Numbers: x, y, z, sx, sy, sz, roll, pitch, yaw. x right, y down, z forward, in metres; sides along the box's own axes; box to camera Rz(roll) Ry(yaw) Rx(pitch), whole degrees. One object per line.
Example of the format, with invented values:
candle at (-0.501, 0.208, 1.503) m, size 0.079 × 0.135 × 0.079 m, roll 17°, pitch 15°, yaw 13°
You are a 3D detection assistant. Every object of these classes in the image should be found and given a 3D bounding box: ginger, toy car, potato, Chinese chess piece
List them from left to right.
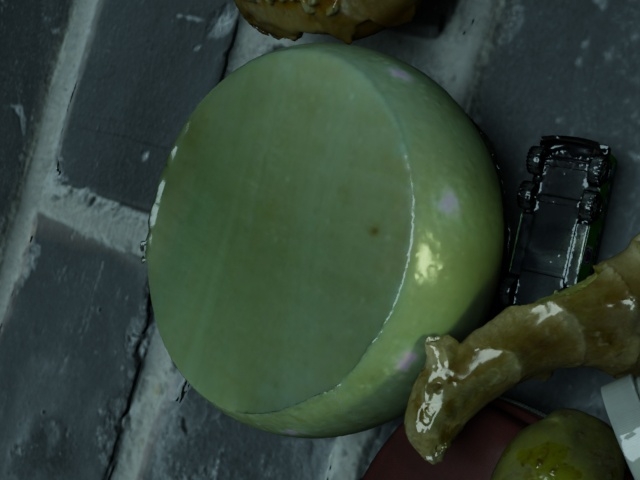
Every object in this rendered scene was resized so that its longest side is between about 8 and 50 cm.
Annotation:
Chinese chess piece at (0.000, 0.000, 1.134) m, size 0.349 × 0.146 × 0.349 m, roll -10°, pitch 74°, yaw 41°
potato at (0.171, 0.191, 0.953) m, size 0.091 × 0.070 × 0.138 m, roll 25°, pitch 86°, yaw 31°
toy car at (0.206, -0.005, 1.089) m, size 0.071 × 0.062 × 0.165 m, roll 12°, pitch 89°, yaw 34°
ginger at (0.199, 0.089, 1.012) m, size 0.294 × 0.131 × 0.086 m, roll -26°, pitch 23°, yaw -3°

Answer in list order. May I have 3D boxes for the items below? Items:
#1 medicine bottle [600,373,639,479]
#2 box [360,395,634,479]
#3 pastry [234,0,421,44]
medicine bottle at (0.341, 0.108, 0.923) m, size 0.250 × 0.131 × 0.131 m, roll -24°, pitch 70°, yaw 14°
box at (0.193, 0.297, 1.023) m, size 0.404 × 0.108 × 0.263 m, roll 32°, pitch 97°, yaw 31°
pastry at (0.010, -0.335, 1.167) m, size 0.255 × 0.162 × 0.311 m, roll -14°, pitch 56°, yaw 28°
